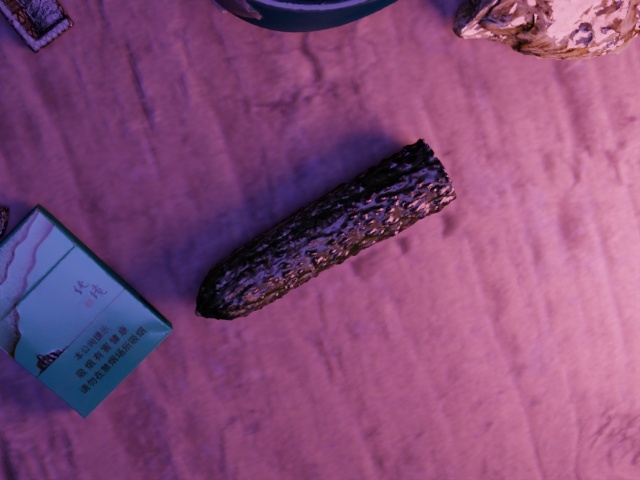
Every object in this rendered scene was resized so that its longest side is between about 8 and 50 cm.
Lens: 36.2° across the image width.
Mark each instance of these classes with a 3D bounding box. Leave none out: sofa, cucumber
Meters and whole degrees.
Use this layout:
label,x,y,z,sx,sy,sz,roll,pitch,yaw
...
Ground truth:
label,x,y,z,sx,sy,sz,roll,pitch,yaw
sofa,-0.343,-0.279,1.128,0.060,0.039,0.118,-38,106,-2
cucumber,0.000,0.000,1.232,0.359,0.096,0.096,-31,106,-1

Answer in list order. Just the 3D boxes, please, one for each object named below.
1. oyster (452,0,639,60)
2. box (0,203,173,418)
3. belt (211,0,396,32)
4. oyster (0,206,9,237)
label,x,y,z,sx,sy,sz,roll,pitch,yaw
oyster,0.310,-0.320,1.227,0.267,0.112,0.198,3,122,-20
box,-0.319,0.089,1.209,0.161,0.042,0.226,-45,107,-1
belt,0.038,-0.421,1.107,0.436,0.173,0.300,-32,97,-8
oyster,-0.410,-0.014,1.181,0.083,0.019,0.054,-37,105,0
